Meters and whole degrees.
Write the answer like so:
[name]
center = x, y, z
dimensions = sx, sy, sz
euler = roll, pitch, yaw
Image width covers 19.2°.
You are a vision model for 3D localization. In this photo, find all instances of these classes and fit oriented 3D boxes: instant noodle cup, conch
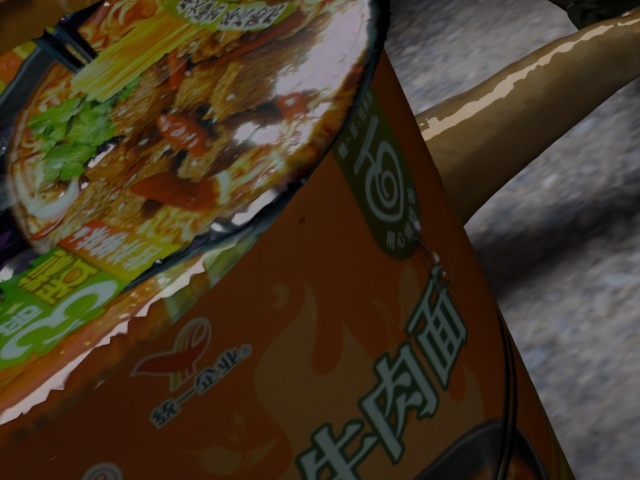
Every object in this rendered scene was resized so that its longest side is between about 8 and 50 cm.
[instant noodle cup]
center = -0.039, 0.058, 0.510
dimensions = 0.230, 0.182, 0.230
euler = -27, 25, 14
[conch]
center = 0.001, 0.005, 0.674
dimensions = 0.330, 0.109, 0.093
euler = -22, 65, 17

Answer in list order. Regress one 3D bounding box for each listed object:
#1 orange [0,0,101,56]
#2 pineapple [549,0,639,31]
[orange]
center = -0.106, -0.125, 0.922
dimensions = 0.219, 0.193, 0.219
euler = -31, 9, 6
[pineapple]
center = 0.176, -0.188, 0.719
dimensions = 0.262, 0.262, 0.272
euler = 15, 76, 59
